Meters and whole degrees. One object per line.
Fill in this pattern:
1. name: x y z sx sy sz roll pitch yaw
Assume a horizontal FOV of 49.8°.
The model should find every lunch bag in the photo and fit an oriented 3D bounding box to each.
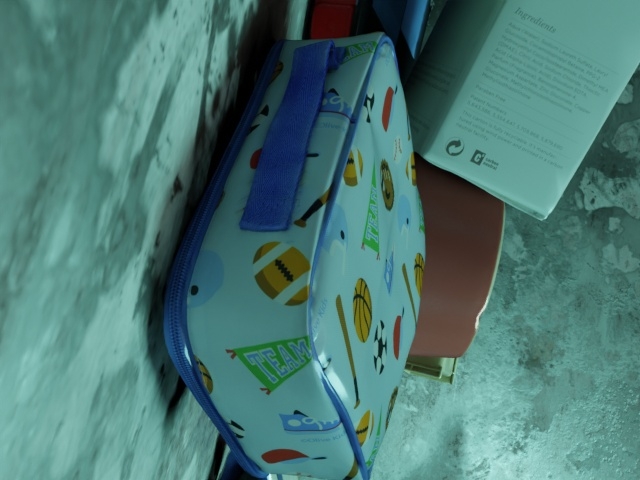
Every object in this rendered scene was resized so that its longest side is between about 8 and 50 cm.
1. lunch bag: 0.000 0.000 0.499 0.243 0.114 0.304 70 26 -46

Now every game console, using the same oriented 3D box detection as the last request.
1. game console: 0.097 -0.333 0.790 0.342 0.060 0.387 10 94 -70

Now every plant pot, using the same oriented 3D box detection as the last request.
1. plant pot: 0.062 0.010 0.783 0.275 0.243 0.275 14 90 -88

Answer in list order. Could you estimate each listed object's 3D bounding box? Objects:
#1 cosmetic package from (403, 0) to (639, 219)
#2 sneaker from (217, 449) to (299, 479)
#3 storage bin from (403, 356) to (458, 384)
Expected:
1. cosmetic package: 0.231 -0.246 0.700 0.385 0.156 0.217 -62 -167 17
2. sneaker: -0.113 0.367 0.764 0.131 0.111 0.297 66 33 -57
3. storage bin: 0.081 0.039 0.966 0.123 0.260 0.263 39 64 -70
